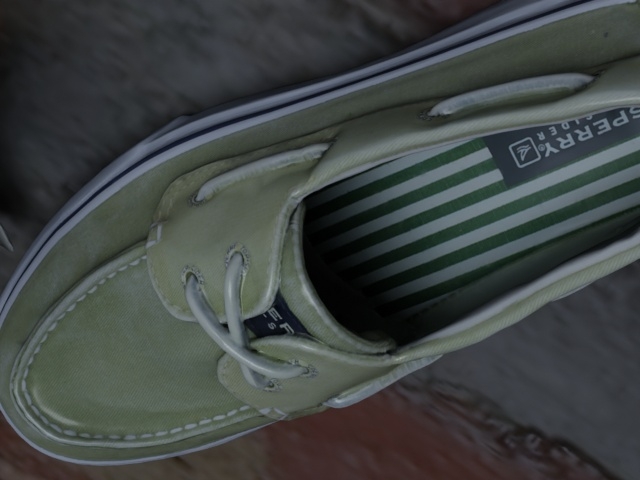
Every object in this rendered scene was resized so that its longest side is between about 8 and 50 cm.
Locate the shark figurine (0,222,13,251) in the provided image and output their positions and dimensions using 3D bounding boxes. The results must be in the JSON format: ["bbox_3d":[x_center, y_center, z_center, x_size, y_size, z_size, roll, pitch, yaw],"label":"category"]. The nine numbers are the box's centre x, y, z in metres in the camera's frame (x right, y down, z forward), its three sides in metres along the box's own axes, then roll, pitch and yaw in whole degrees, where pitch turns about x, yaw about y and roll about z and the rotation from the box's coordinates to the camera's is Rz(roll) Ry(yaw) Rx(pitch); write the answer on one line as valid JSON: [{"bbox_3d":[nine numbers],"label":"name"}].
[{"bbox_3d":[-0.143,-0.006,0.611,0.166,0.278,0.116,-50,128,0],"label":"shark figurine"}]

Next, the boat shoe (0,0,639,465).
[{"bbox_3d":[0.000,0.000,0.600,0.302,0.094,0.109,-29,102,26],"label":"boat shoe"}]
